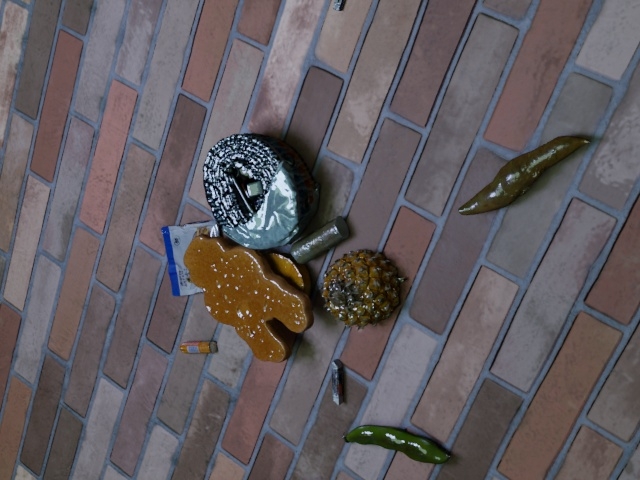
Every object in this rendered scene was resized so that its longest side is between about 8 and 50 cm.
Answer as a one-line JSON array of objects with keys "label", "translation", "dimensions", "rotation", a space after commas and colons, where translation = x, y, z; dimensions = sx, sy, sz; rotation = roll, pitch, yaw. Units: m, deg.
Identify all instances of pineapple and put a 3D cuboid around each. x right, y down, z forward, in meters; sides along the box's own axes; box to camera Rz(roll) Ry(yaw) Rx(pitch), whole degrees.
[{"label": "pineapple", "translation": [0.065, 0.106, 1.774], "dimensions": [0.176, 0.137, 0.161], "rotation": [-40, 78, 32]}]

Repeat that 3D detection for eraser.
[{"label": "eraser", "translation": [0.038, 0.307, 1.900], "dimensions": [0.019, 0.027, 0.099], "rotation": [5, 102, 29]}]

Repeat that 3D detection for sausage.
[{"label": "sausage", "translation": [-0.297, 0.255, 2.093], "dimensions": [0.107, 0.031, 0.031], "rotation": [-4, 98, 32]}]

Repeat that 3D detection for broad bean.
[{"label": "broad bean", "translation": [0.156, 0.422, 1.842], "dimensions": [0.254, 0.046, 0.065], "rotation": [6, 110, 32]}]

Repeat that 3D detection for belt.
[{"label": "belt", "translation": [-0.124, -0.103, 1.842], "dimensions": [0.207, 0.150, 0.257], "rotation": [-32, 84, 23]}]

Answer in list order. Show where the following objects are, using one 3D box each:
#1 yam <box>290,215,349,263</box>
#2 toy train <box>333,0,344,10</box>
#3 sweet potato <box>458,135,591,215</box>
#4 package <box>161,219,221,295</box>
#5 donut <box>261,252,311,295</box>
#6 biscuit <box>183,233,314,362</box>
[{"label": "yam", "translation": [0.000, 0.000, 1.842], "dimensions": [0.132, 0.054, 0.054], "rotation": [-32, 83, 31]}, {"label": "toy train", "translation": [0.046, -0.494, 1.727], "dimensions": [0.017, 0.017, 0.083], "rotation": [29, 114, 21]}, {"label": "sweet potato", "translation": [0.364, -0.119, 1.587], "dimensions": [0.274, 0.067, 0.067], "rotation": [-36, 81, 32]}, {"label": "package", "translation": [-0.293, 0.043, 2.046], "dimensions": [0.173, 0.027, 0.171], "rotation": [-7, 96, 29]}, {"label": "donut", "translation": [-0.089, 0.091, 1.913], "dimensions": [0.152, 0.058, 0.152], "rotation": [7, 105, 29]}, {"label": "biscuit", "translation": [-0.162, 0.113, 1.899], "dimensions": [0.334, 0.047, 0.202], "rotation": [39, 119, 16]}]
